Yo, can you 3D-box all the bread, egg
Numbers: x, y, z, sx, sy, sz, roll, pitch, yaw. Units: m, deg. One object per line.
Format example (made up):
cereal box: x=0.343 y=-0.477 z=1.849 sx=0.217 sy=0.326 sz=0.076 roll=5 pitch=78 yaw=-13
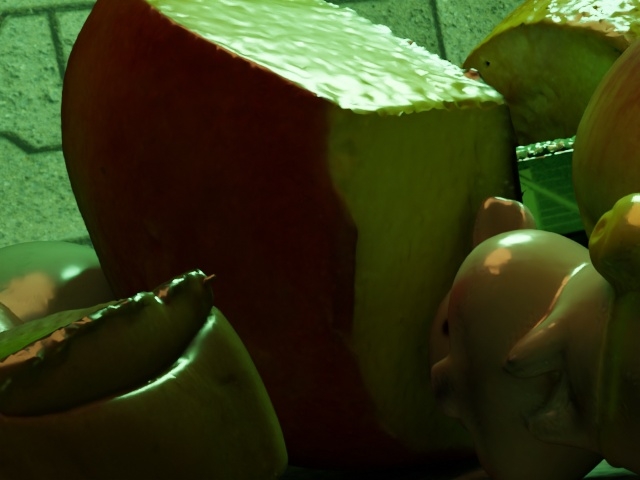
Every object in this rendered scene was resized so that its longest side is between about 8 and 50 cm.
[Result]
bread: x=-0.131 y=0.076 z=0.422 sx=0.236 sy=0.070 sz=0.236 roll=-19 pitch=3 yaw=1
bread: x=0.316 y=-0.088 z=1.317 sx=0.215 sy=0.398 sz=0.398 roll=-28 pitch=10 yaw=-33
egg: x=-0.212 y=0.101 z=1.040 sx=0.202 sy=0.203 sz=0.283 roll=-11 pitch=-1 yaw=1

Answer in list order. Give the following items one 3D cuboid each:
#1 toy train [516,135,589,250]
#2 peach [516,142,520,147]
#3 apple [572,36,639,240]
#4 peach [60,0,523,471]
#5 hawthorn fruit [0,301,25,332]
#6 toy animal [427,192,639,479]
toy train: x=0.247 y=-0.016 z=1.065 sx=0.269 sy=0.154 sz=0.115 roll=-11 pitch=3 yaw=-3
peach: x=0.000 y=0.000 z=1.285 sx=0.416 sy=0.353 sz=0.339 roll=-2 pitch=51 yaw=44
apple: x=0.299 y=-0.033 z=0.881 sx=0.233 sy=0.286 sz=0.286 roll=-29 pitch=2 yaw=-3
peach: x=-0.028 y=-0.004 z=0.897 sx=0.242 sy=0.306 sz=0.380 roll=-18 pitch=44 yaw=-41
hawthorn fruit: x=-0.200 y=0.110 z=0.641 sx=0.299 sy=0.211 sz=0.211 roll=3 pitch=9 yaw=37
toy animal: x=0.159 y=0.057 z=0.704 sx=0.149 sy=0.165 sz=0.248 roll=-5 pitch=3 yaw=-37
